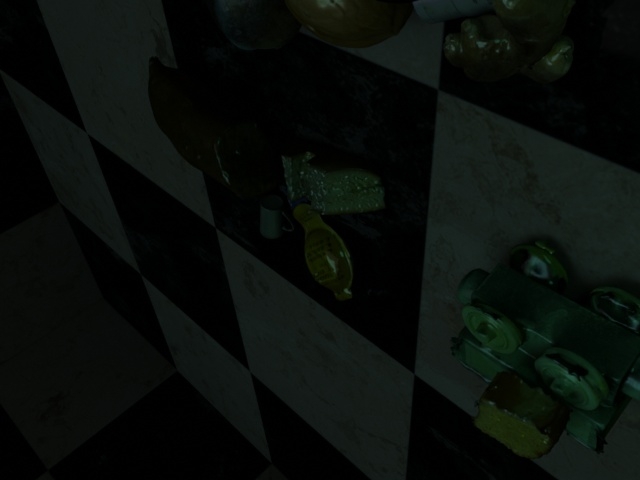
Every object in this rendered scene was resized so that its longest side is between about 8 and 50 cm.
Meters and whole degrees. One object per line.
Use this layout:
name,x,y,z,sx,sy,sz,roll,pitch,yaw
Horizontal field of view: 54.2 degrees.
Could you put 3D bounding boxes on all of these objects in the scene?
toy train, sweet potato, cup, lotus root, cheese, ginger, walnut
toy train,0.304,0.134,0.826,0.271,0.159,0.188,32,154,34
sweet potato,-0.229,-0.227,1.222,0.369,0.157,0.158,41,149,25
cup,-0.095,-0.045,1.312,0.075,0.054,0.083,39,146,27
lotus root,-0.098,-0.412,0.828,0.158,0.140,0.322,33,143,33
cheese,0.000,0.000,1.214,0.156,0.064,0.250,-26,90,60
ginger,0.184,-0.206,0.628,0.132,0.059,0.214,13,177,24
walnut,0.023,-0.316,0.731,0.207,0.159,0.159,48,151,8

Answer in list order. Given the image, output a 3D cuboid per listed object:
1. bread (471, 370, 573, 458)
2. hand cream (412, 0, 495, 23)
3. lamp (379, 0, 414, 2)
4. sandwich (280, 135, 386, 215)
bread,0.251,0.223,0.790,0.103,0.065,0.187,33,166,25
hand cream,0.229,-0.276,0.594,0.312,0.070,0.111,4,124,45
lamp,0.077,-0.351,0.500,0.302,0.257,0.304,5,102,25
sandwich,-0.004,-0.111,1.069,0.244,0.088,0.090,28,139,39
